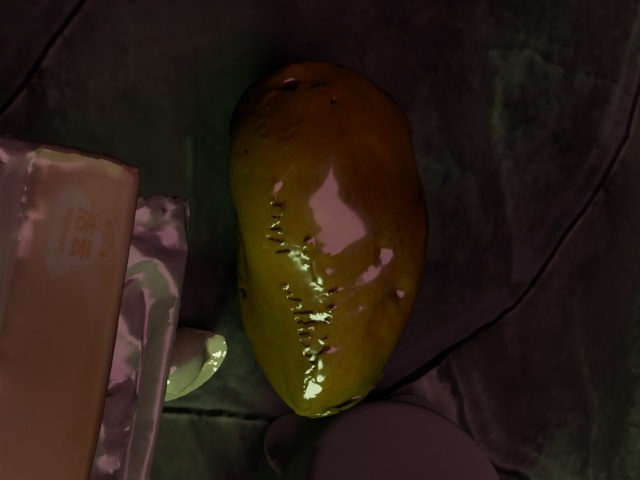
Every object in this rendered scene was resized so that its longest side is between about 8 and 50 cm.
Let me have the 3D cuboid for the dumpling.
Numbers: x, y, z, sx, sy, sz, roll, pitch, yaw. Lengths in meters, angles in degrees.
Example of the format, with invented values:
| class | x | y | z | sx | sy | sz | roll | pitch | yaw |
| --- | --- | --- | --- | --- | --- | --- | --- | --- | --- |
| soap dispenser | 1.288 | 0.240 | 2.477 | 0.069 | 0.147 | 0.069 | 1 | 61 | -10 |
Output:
| class | x | y | z | sx | sy | sz | roll | pitch | yaw |
| --- | --- | --- | --- | --- | --- | --- | --- | --- | --- |
| dumpling | -0.107 | 0.093 | 1.047 | 0.077 | 0.043 | 0.059 | -38 | 138 | -32 |

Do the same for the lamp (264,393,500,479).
| class | x | y | z | sx | sy | sz | roll | pitch | yaw |
| --- | --- | --- | --- | --- | --- | --- | --- | --- | --- |
| lamp | 0.060 | 0.232 | 1.095 | 0.179 | 0.246 | 0.108 | -9 | 147 | -24 |

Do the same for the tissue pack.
| class | x | y | z | sx | sy | sz | roll | pitch | yaw |
| --- | --- | --- | --- | --- | --- | --- | --- | --- | --- |
| tissue pack | -0.197 | 0.098 | 0.861 | 0.238 | 0.238 | 0.305 | 13 | 84 | -31 |

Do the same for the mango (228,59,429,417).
| class | x | y | z | sx | sy | sz | roll | pitch | yaw |
| --- | --- | --- | --- | --- | --- | --- | --- | --- | --- |
| mango | 0.000 | 0.000 | 1.010 | 0.156 | 0.151 | 0.249 | -19 | 115 | -60 |
